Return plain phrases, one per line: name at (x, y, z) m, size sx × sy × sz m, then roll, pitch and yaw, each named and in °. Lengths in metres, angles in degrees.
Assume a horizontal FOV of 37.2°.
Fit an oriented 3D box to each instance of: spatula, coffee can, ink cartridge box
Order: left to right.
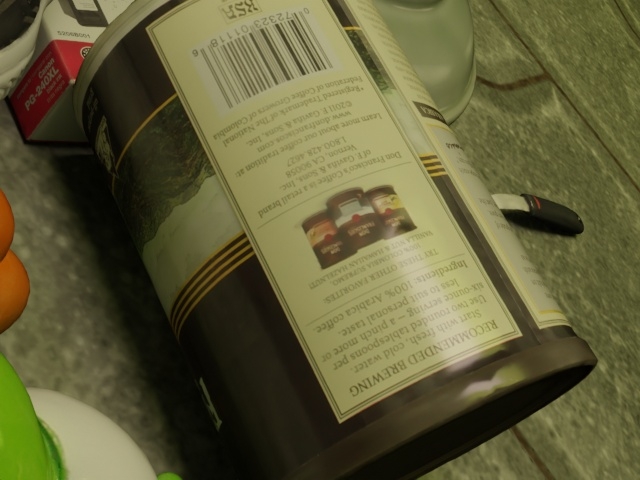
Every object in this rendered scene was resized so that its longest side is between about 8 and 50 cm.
ink cartridge box at (-0.162, -0.141, 0.634) m, size 0.109 × 0.063 × 0.150 m, roll -5°, pitch 61°, yaw -49°
coffee can at (0.000, 0.000, 0.553) m, size 0.201 × 0.201 × 0.275 m, roll -3°, pitch 59°, yaw -48°
spatula at (0.181, -0.033, 0.927) m, size 0.296 × 0.030 × 0.084 m, roll 8°, pitch 53°, yaw -44°

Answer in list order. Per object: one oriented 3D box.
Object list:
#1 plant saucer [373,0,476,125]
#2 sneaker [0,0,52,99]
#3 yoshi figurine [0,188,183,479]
plant saucer at (0.018, -0.283, 0.904) m, size 0.400 × 0.100 × 0.400 m, roll 23°, pitch 46°, yaw -26°
sneaker at (-0.197, -0.243, 0.471) m, size 0.210 × 0.137 × 0.366 m, roll 49°, pitch 55°, yaw -59°
yoshi figurine at (-0.057, 0.139, 0.375) m, size 0.362 × 0.203 × 0.203 m, roll 57°, pitch 29°, yaw 7°
